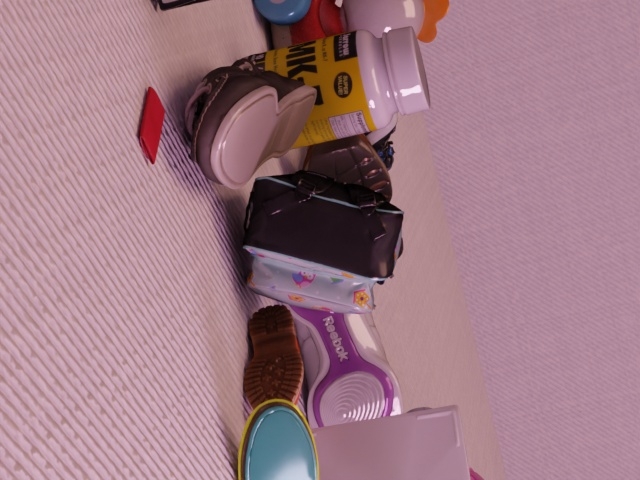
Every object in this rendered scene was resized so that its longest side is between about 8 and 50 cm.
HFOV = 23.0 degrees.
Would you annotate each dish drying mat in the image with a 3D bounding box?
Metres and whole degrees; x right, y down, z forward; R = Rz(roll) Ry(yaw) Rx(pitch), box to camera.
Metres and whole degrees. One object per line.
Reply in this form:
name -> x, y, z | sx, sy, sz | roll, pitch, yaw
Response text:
dish drying mat -> -0.150, -0.103, 1.398 | 0.083, 0.008, 0.032 | -87, 161, -53

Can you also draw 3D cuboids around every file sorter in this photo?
file sorter -> 0.076, 0.341, 1.605 | 0.173, 0.193, 0.278 | 67, 14, -59

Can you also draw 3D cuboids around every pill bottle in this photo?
pill bottle -> 0.016, -0.177, 1.829 | 0.119, 0.208, 0.119 | -13, 90, -80

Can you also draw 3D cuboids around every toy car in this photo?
toy car -> 0.057, -0.271, 2.086 | 0.219, 0.238, 0.210 | 28, 50, -76

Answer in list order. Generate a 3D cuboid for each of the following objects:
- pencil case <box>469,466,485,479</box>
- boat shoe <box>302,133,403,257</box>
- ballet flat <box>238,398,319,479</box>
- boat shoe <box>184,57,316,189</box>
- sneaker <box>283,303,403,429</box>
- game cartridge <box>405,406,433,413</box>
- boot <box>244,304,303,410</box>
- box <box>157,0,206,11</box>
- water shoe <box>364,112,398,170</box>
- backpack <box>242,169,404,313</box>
pencil case -> 0.194, 0.475, 2.183 | 0.167, 0.160, 0.386 | -88, 162, -51
boat shoe -> 0.032, -0.071, 2.103 | 0.324, 0.122, 0.120 | 74, 2, -61
ballet flat -> -0.035, 0.249, 1.474 | 0.077, 0.077, 0.231 | -140, -144, -71
boat shoe -> -0.090, -0.125, 1.586 | 0.335, 0.095, 0.112 | -33, 147, -75
sneaker -> 0.033, 0.121, 1.834 | 0.152, 0.114, 0.305 | -45, 122, -77
game cartridge -> 0.105, 0.358, 1.865 | 0.294, 0.060, 0.196 | 101, -15, -49
boot -> -0.039, 0.143, 1.587 | 0.158, 0.059, 0.085 | -89, 168, -56
box -> -0.112, -0.378, 1.548 | 0.270, 0.143, 0.165 | -93, 168, -46
water shoe -> 0.074, -0.137, 2.195 | 0.203, 0.080, 0.073 | -36, -143, 59
backpack -> 0.000, 0.000, 1.651 | 0.188, 0.166, 0.144 | -86, -174, -81
